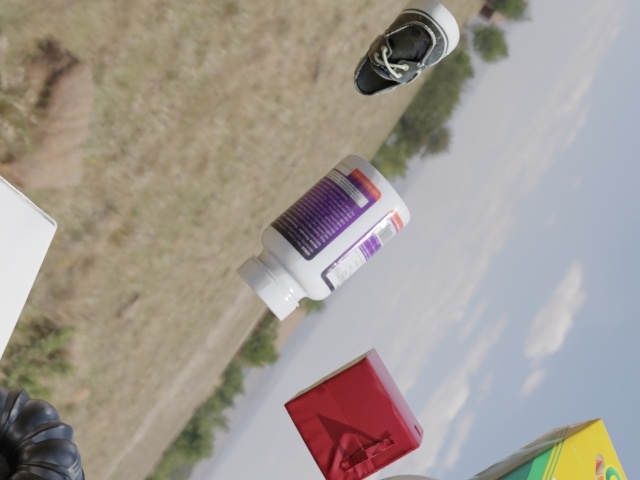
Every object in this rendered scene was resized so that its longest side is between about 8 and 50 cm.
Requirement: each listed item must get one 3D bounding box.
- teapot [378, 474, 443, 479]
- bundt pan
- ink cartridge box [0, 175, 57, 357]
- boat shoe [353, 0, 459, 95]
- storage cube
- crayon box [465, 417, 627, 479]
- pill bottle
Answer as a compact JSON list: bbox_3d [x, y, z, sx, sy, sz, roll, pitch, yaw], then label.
[{"bbox_3d":[0.118,0.401,1.219,0.187,0.253,0.256,170,-65,-73],"label":"teapot"},{"bbox_3d":[-0.548,0.374,1.739,0.331,0.331,0.124,-54,173,-44],"label":"bundt pan"},{"bbox_3d":[-0.309,0.071,0.621,0.273,0.115,0.198,-21,-140,33],"label":"ink cartridge box"},{"bbox_3d":[0.099,-0.225,1.280,0.070,0.078,0.219,-48,-175,-17],"label":"boat shoe"},{"bbox_3d":[0.068,0.336,1.985,0.184,0.193,0.215,-31,174,7],"label":"storage cube"},{"bbox_3d":[0.365,0.482,1.529,0.313,0.362,0.106,-15,172,-44],"label":"crayon box"},{"bbox_3d":[0.000,0.000,1.215,0.193,0.108,0.108,-42,177,-6],"label":"pill bottle"}]
